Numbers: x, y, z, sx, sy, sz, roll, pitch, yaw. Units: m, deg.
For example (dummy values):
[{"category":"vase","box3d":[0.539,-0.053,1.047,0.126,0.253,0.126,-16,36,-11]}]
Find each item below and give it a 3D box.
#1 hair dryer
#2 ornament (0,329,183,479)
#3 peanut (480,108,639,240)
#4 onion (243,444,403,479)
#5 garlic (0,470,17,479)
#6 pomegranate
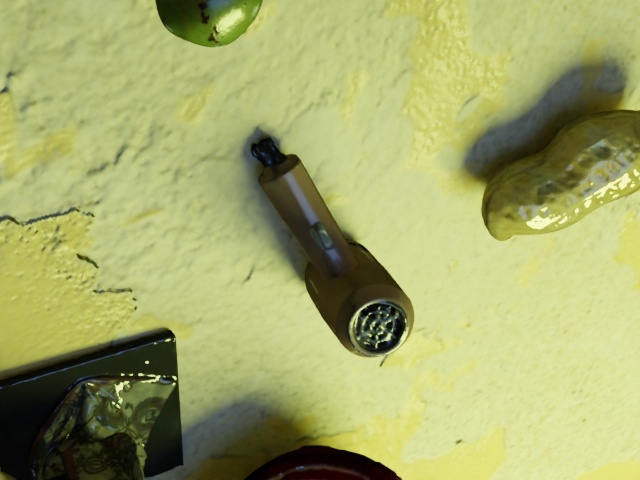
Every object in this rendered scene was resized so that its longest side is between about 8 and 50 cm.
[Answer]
[{"category":"hair dryer","box3d":[0.000,0.000,0.882,0.064,0.117,0.182,-34,113,-2]},{"category":"ornament","box3d":[-0.149,0.208,0.877,0.153,0.196,0.166,-15,130,-19]},{"category":"peanut","box3d":[0.210,-0.058,0.967,0.174,0.080,0.080,-28,133,-5]},{"category":"onion","box3d":[0.002,0.294,1.032,0.206,0.216,0.207,82,26,-71]},{"category":"garlic","box3d":[-0.319,0.248,0.757,0.245,0.253,0.245,0,125,0]},{"category":"pomegranate","box3d":[-0.066,-0.162,0.742,0.084,0.073,0.073,-35,148,-56]}]
